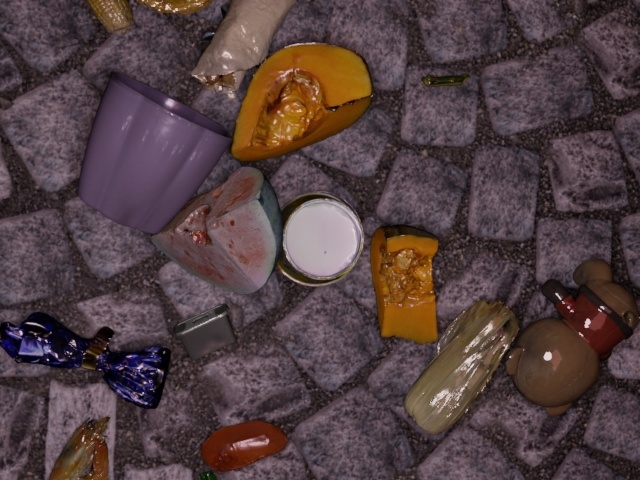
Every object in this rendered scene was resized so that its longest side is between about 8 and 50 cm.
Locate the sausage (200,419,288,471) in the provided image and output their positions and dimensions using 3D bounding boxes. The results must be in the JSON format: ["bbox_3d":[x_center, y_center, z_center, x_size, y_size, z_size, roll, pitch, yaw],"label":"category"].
[{"bbox_3d":[-0.155,0.415,1.692,0.179,0.089,0.089,-16,92,-4],"label":"sausage"}]

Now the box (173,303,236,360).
[{"bbox_3d":[-0.230,0.186,1.688,0.122,0.084,0.069,-24,102,-5],"label":"box"}]

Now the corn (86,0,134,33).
[{"bbox_3d":[-0.458,-0.548,1.655,0.086,0.086,0.288,-27,94,-5],"label":"corn"}]

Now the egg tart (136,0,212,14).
[{"bbox_3d":[-0.296,-0.574,1.665,0.240,0.106,0.241,0,91,-11],"label":"egg tart"}]

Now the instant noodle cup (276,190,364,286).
[{"bbox_3d":[0.000,0.000,1.675,0.204,0.153,0.205,0,92,-7],"label":"instant noodle cup"}]

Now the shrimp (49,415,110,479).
[{"bbox_3d":[-0.471,0.451,1.677,0.115,0.051,0.217,26,87,-12],"label":"shrimp"}]

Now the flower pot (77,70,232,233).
[{"bbox_3d":[-0.338,-0.160,1.599,0.265,0.265,0.243,31,100,-5],"label":"flower pot"}]

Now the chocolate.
[{"bbox_3d":[-0.464,0.225,1.650,0.343,0.126,0.148,20,49,-4],"label":"chocolate"}]

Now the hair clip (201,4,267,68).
[{"bbox_3d":[-0.109,-0.371,1.719,0.275,0.048,0.083,33,77,-10],"label":"hair clip"}]

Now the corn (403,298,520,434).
[{"bbox_3d":[0.292,0.258,1.721,0.122,0.123,0.305,37,86,-3],"label":"corn"}]

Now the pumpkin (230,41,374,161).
[{"bbox_3d":[-0.053,-0.282,1.685,0.312,0.148,0.169,-22,75,0],"label":"pumpkin"}]

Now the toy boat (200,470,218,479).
[{"bbox_3d":[-0.210,0.589,1.699,0.088,0.089,0.230,3,91,33],"label":"toy boat"}]

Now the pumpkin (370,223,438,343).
[{"bbox_3d":[0.173,0.079,1.717,0.130,0.126,0.248,-2,109,-14],"label":"pumpkin"}]

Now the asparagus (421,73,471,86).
[{"bbox_3d":[0.268,-0.339,1.764,0.108,0.025,0.021,-5,81,-6],"label":"asparagus"}]

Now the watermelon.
[{"bbox_3d":[-0.161,-0.021,1.633,0.188,0.321,0.175,54,56,-28],"label":"watermelon"}]

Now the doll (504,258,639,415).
[{"bbox_3d":[0.534,0.205,1.721,0.330,0.174,0.235,-47,118,-1],"label":"doll"}]

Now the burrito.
[{"bbox_3d":[-0.124,-0.460,1.665,0.117,0.076,0.392,31,74,-19],"label":"burrito"}]
